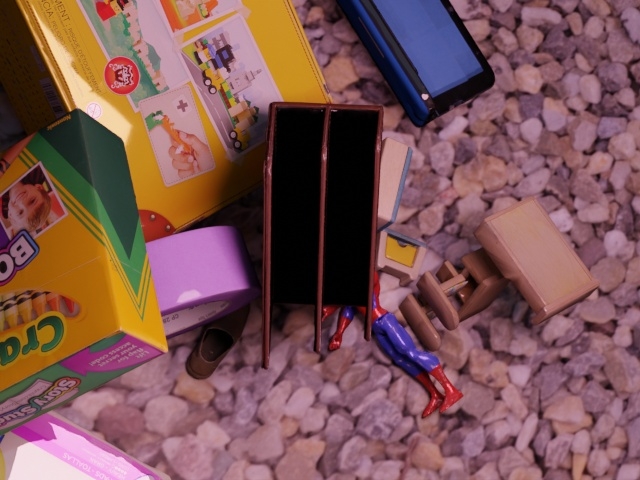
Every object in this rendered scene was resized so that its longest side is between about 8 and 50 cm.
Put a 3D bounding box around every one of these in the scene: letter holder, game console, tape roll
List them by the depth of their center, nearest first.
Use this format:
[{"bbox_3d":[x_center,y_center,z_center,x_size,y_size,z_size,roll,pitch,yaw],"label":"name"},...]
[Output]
[{"bbox_3d":[0.000,0.000,1.851,0.152,0.302,0.214,2,28,1],"label":"letter holder"},{"bbox_3d":[-0.219,0.072,1.867,0.274,0.275,0.090,-16,79,-27],"label":"tape roll"},{"bbox_3d":[0.148,-0.345,2.227,0.173,0.250,0.293,-32,87,-2],"label":"game console"}]

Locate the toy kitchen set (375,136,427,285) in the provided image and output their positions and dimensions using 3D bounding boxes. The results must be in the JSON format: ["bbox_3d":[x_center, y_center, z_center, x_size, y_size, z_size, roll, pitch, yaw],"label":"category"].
[{"bbox_3d":[0.113,-0.036,2.084,0.166,0.207,0.122,21,67,-16],"label":"toy kitchen set"}]

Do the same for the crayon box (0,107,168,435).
[{"bbox_3d":[-0.383,0.062,1.722,0.106,0.363,0.313,37,31,-52],"label":"crayon box"}]

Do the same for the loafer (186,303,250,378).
[{"bbox_3d":[-0.136,0.129,2.011,0.056,0.050,0.148,31,64,-12],"label":"loafer"}]

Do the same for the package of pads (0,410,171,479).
[{"bbox_3d":[-0.365,0.341,1.815,0.296,0.101,0.229,31,63,-11],"label":"package of pads"}]

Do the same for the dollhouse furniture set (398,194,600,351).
[{"bbox_3d":[0.275,0.074,2.095,0.212,0.242,0.161,-25,72,-29],"label":"dollhouse furniture set"}]

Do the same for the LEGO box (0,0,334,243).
[{"bbox_3d":[-0.238,-0.278,1.940,0.372,0.193,0.500,-31,105,-29],"label":"LEGO box"}]

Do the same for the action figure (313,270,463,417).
[{"bbox_3d":[0.072,0.149,2.074,0.139,0.091,0.280,-33,90,-27],"label":"action figure"}]
